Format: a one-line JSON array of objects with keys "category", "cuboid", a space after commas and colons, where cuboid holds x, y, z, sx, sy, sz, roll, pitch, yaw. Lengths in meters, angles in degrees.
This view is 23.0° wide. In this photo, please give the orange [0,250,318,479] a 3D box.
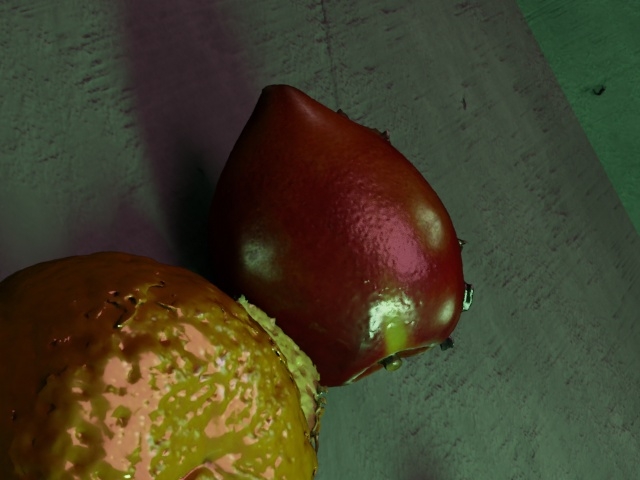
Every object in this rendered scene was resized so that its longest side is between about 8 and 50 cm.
[{"category": "orange", "cuboid": [-0.182, 0.181, 1.266, 0.340, 0.293, 0.341, 10, 75, -43]}]

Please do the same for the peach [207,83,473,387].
[{"category": "peach", "cuboid": [0.000, 0.000, 1.737, 0.362, 0.257, 0.201, 65, 23, -4]}]

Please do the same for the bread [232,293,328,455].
[{"category": "bread", "cuboid": [-0.100, 0.185, 1.556, 0.160, 0.147, 0.260, 45, 28, -13]}]
